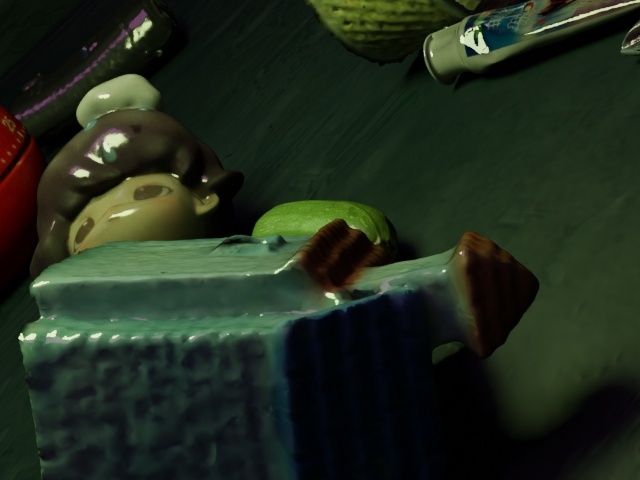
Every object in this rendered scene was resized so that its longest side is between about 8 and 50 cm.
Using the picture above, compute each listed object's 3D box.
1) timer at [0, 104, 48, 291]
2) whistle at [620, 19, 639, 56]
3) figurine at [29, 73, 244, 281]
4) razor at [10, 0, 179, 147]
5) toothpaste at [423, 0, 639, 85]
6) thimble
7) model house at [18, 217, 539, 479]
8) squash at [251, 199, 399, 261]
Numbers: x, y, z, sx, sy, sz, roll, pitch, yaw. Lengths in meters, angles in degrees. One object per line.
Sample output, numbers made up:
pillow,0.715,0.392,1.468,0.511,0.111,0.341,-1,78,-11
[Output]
timer,-0.562,-0.037,1.830,0.378,0.279,0.378,-35,23,17
whistle,0.330,-0.224,1.136,0.176,0.033,0.033,-46,24,-13
figurine,-0.194,0.010,1.296,0.218,0.206,0.365,-48,23,19
razor,-0.384,-0.292,2.211,0.327,0.107,0.189,-38,24,9
toothpaste,0.224,-0.216,1.258,0.266,0.061,0.096,-14,23,38
thimble,0.095,-0.340,1.395,0.150,0.271,0.271,-14,35,41
model house,-0.003,0.102,0.893,0.329,0.252,0.295,-11,6,9
squash,0.000,0.000,1.190,0.219,0.068,0.077,-2,78,56
